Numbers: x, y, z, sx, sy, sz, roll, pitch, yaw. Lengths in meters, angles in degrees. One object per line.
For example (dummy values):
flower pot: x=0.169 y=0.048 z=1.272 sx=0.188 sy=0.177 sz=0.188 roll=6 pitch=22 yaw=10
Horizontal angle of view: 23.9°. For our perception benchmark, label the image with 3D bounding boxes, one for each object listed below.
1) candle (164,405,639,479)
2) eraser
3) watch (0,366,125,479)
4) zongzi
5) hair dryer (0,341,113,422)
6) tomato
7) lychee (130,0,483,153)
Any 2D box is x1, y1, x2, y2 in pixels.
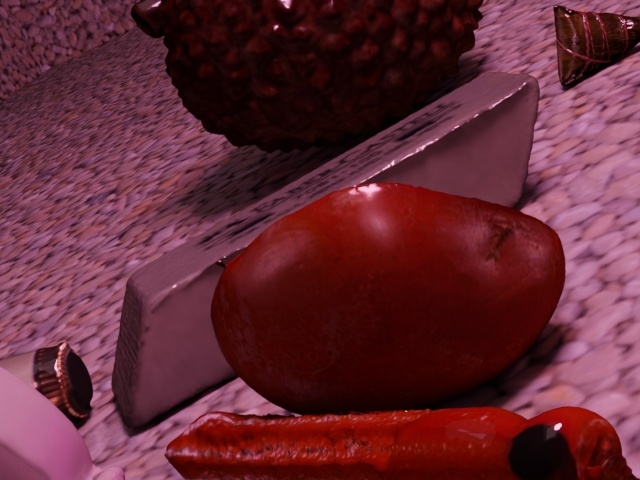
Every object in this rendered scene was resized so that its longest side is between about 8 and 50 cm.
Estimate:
candle: x=0.025 y=0.100 z=0.707 sx=0.329 sy=0.051 sz=0.048 roll=-9 pitch=34 yaw=52
eraser: x=0.000 y=-0.001 z=1.035 sx=0.352 sy=0.077 sz=0.111 roll=-30 pitch=16 yaw=-8
watch: x=-0.213 y=0.186 z=0.688 sx=0.244 sy=0.196 sz=0.231 roll=-16 pitch=40 yaw=39
zongzi: x=0.230 y=-0.166 z=1.259 sx=0.083 sy=0.067 sz=0.073 roll=-10 pitch=2 yaw=-5
hair dryer: x=-0.314 y=0.142 z=1.073 sx=0.362 sy=0.128 sz=0.203 roll=-17 pitch=16 yaw=10
tomato: x=0.033 y=0.048 z=0.782 sx=0.166 sy=0.082 sz=0.174 roll=15 pitch=-37 yaw=-37
lychee: x=-0.012 y=-0.224 z=1.414 sx=0.330 sy=0.306 sz=0.306 roll=1 pitch=17 yaw=0
